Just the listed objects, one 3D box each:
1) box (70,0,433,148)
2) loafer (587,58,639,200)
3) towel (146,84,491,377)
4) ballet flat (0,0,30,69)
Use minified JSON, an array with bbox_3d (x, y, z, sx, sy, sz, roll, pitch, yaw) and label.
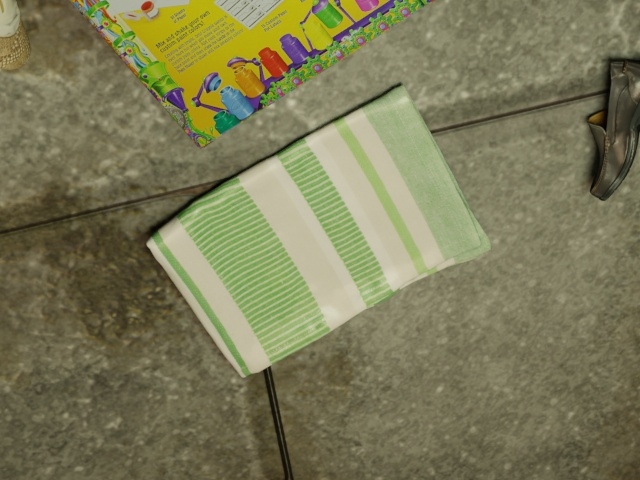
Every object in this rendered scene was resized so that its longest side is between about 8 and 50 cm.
[{"bbox_3d":[-0.069,-0.288,1.520,0.290,0.177,0.279,-30,115,24],"label":"box"},{"bbox_3d":[0.320,-0.122,1.893,0.061,0.062,0.170,17,118,1],"label":"loafer"},{"bbox_3d":[0.000,0.000,1.905,0.325,0.038,0.248,-28,126,7],"label":"towel"},{"bbox_3d":[-0.332,-0.235,1.621,0.067,0.073,0.206,-15,137,37],"label":"ballet flat"}]
